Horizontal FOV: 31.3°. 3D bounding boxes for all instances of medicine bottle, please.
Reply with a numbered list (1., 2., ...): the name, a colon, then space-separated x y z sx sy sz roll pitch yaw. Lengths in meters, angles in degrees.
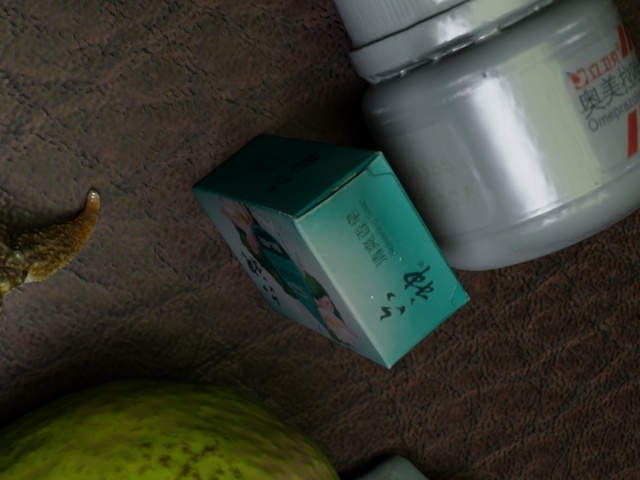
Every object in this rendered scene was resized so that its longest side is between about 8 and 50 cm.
1. medicine bottle: 0.152 -0.153 1.025 0.245 0.245 0.306 -31 102 -19

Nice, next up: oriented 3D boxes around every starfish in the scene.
1. starfish: -0.277 -0.005 0.902 0.138 0.050 0.247 48 33 -7

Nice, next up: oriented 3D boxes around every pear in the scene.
1. pear: -0.135 0.283 0.890 0.391 0.391 0.391 -4 98 -26

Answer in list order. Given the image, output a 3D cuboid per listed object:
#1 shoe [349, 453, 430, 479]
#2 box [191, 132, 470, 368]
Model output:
1. shoe: 0.072 0.257 1.147 0.195 0.079 0.078 5 59 -19
2. box: 0.000 0.000 0.971 0.092 0.245 0.153 -40 111 -15
